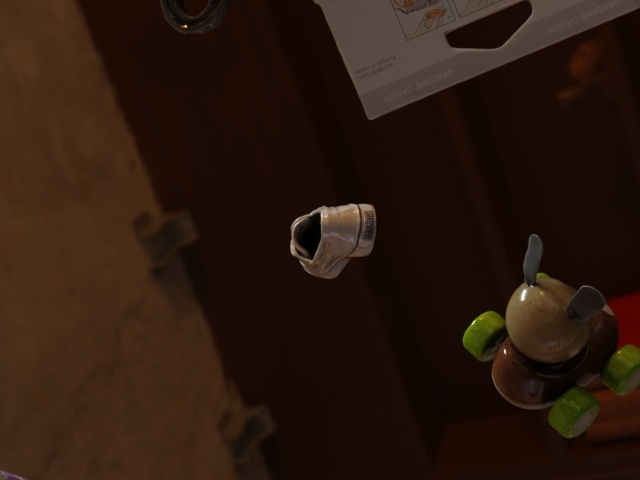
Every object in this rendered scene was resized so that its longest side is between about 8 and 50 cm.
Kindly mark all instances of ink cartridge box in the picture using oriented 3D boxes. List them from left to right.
[{"bbox_3d":[0.128,-0.293,1.375,0.066,0.296,0.261,-80,-33,-72],"label":"ink cartridge box"}]

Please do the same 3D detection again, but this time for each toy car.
[{"bbox_3d":[0.241,0.075,1.434,0.155,0.149,0.188,42,154,30],"label":"toy car"}]

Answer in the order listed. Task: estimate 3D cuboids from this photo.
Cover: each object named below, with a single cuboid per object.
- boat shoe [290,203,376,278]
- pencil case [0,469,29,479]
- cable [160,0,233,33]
[{"bbox_3d":[0.000,0.000,2.009,0.267,0.088,0.096,163,110,-74],"label":"boat shoe"},{"bbox_3d":[-0.263,0.201,1.049,0.206,0.088,0.086,37,-124,-38],"label":"pencil case"},{"bbox_3d":[-0.067,-0.320,1.257,0.139,0.287,0.072,42,-170,2],"label":"cable"}]
